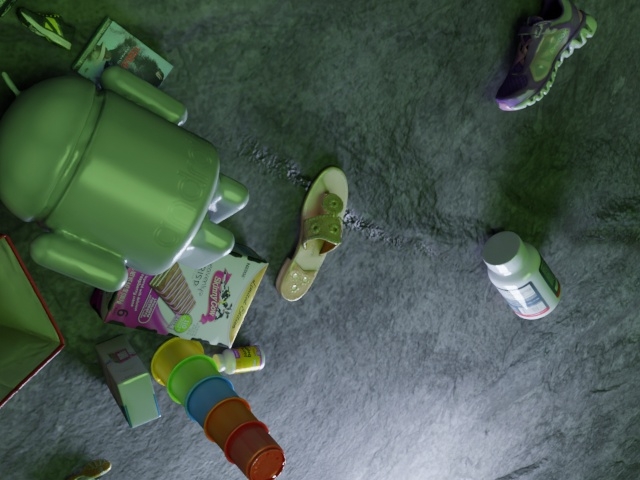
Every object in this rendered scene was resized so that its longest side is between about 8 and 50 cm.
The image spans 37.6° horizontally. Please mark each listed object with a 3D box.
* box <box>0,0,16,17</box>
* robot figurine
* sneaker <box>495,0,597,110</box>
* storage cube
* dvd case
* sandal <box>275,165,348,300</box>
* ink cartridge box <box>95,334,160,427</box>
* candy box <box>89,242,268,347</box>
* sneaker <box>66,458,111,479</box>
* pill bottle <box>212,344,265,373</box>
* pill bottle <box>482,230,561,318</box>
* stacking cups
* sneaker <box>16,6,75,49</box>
[{"bbox_3d":[-0.411,-0.406,1.092,0.183,0.059,0.232,-51,130,-3],"label":"box"},{"bbox_3d":[-0.273,-0.085,1.230,0.353,0.199,0.300,26,61,-23],"label":"robot figurine"},{"bbox_3d":[0.375,-0.334,1.640,0.236,0.095,0.104,-51,123,-8],"label":"sneaker"},{"bbox_3d":[-0.479,0.104,1.181,0.184,0.193,0.215,-49,136,-38],"label":"storage cube"},{"bbox_3d":[-0.272,-0.240,1.298,0.119,0.013,0.087,35,91,-39],"label":"dvd case"},{"bbox_3d":[0.005,0.001,1.562,0.088,0.079,0.240,15,104,-38],"label":"sandal"},{"bbox_3d":[-0.296,0.214,1.441,0.052,0.122,0.089,-20,122,-20],"label":"ink cartridge box"},{"bbox_3d":[-0.215,0.066,1.453,0.233,0.071,0.159,16,102,-39],"label":"candy box"},{"bbox_3d":[-0.378,0.389,1.537,0.083,0.032,0.037,-30,140,-12],"label":"sneaker"},{"bbox_3d":[-0.139,0.203,1.590,0.083,0.043,0.043,-4,115,-33],"label":"pill bottle"},{"bbox_3d":[0.389,0.064,1.832,0.108,0.108,0.180,-47,130,-5],"label":"pill bottle"},{"bbox_3d":[-0.159,0.263,1.431,0.096,0.316,0.096,-16,123,-26],"label":"stacking cups"},{"bbox_3d":[-0.354,-0.281,1.216,0.083,0.031,0.035,33,79,-44],"label":"sneaker"}]
